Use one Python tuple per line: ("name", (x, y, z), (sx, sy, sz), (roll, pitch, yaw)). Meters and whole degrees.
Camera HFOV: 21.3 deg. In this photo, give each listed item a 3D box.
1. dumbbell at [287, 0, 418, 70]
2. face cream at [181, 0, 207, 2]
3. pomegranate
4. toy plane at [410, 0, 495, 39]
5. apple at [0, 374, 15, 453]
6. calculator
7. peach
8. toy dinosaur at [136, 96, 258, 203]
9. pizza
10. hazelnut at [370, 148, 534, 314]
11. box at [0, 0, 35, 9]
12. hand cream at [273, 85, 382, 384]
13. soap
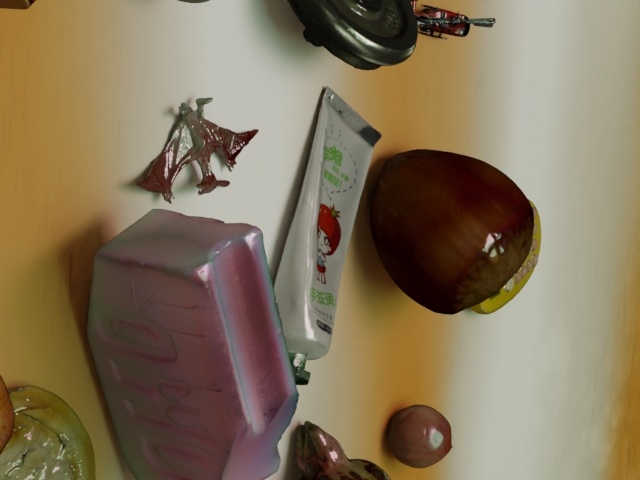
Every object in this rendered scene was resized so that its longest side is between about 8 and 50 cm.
("dumbbell", (0.078, -0.310, 1.824), (0.192, 0.290, 0.192), (29, 37, -25))
("face cream", (-0.104, -0.365, 1.685), (0.101, 0.101, 0.251), (42, 63, -49))
("pomegranate", (0.021, 0.295, 1.979), (0.138, 0.126, 0.163), (-21, 114, -36))
("toy plane", (0.142, -0.270, 2.077), (0.145, 0.060, 0.037), (6, 92, -39))
("apple", (-0.328, 0.160, 1.493), (0.126, 0.102, 0.126), (-15, 109, -50))
("calculator", (0.236, 0.020, 2.289), (0.235, 0.032, 0.146), (-26, 118, -50))
("peach", (0.127, 0.249, 2.155), (0.083, 0.083, 0.083), (-16, 110, -51))
("toy dinosaur", (-0.125, -0.094, 1.775), (0.220, 0.032, 0.108), (-30, 118, -49))
("pizza", (-0.308, 0.238, 1.595), (0.262, 0.034, 0.181), (-32, 123, -46))
("hazelnut", (0.151, -0.021, 2.053), (0.208, 0.208, 0.208), (-16, 110, -51))
("box", (-0.245, -0.338, 1.528), (0.237, 0.070, 0.152), (-52, 135, -32))
("hand cream", (0.000, 0.000, 1.949), (0.121, 0.076, 0.336), (38, 61, -52))
("soap", (-0.127, 0.132, 1.685), (0.109, 0.193, 0.323), (-39, 128, -40))
